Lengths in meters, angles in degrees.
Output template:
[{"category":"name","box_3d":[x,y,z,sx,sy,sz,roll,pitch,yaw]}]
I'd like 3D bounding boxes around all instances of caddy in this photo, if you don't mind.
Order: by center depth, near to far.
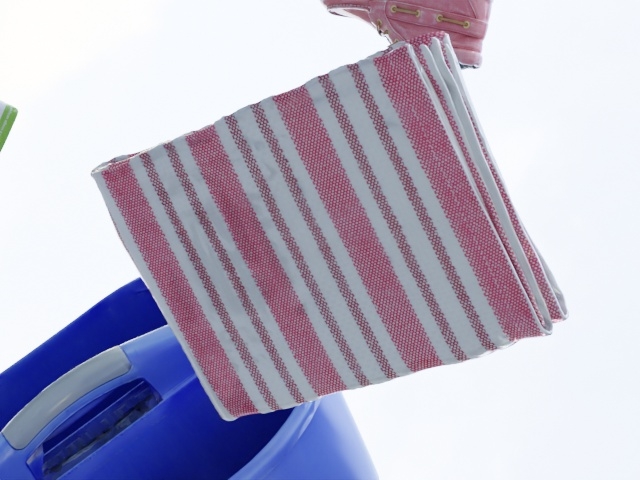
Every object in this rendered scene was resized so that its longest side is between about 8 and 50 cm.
[{"category":"caddy","box_3d":[-0.131,0.151,1.023,0.341,0.179,0.241,-36,-141,-8]}]

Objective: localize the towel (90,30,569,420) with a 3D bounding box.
[{"category":"towel","box_3d":[0.000,0.000,0.704,0.197,0.144,0.029,-19,-167,32]}]

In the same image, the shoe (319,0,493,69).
[{"category":"shoe","box_3d":[0.071,-0.193,1.384,0.178,0.063,0.081,5,-95,33]}]

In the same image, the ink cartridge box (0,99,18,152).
[{"category":"ink cartridge box","box_3d":[-0.412,-0.083,1.294,0.097,0.255,0.188,20,-95,44]}]
